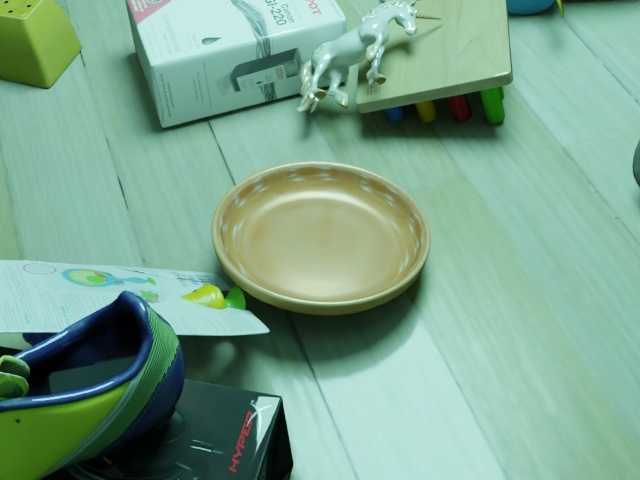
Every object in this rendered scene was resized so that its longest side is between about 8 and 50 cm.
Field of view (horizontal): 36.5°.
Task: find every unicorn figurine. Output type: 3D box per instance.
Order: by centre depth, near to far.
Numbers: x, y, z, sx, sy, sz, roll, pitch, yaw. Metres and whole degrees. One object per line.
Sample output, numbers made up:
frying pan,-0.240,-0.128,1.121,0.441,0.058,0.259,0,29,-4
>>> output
unicorn figurine,0.043,-0.196,0.997,0.162,0.060,0.111,-14,45,16

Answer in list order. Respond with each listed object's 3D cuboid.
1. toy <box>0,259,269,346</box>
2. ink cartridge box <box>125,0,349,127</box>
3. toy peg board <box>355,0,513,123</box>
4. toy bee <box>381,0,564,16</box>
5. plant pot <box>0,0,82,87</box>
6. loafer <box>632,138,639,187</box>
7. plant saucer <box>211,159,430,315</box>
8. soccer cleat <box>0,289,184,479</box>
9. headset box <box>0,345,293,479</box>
toy,-0.177,0.066,0.804,0.237,0.056,0.137,0,20,-26
ink cartridge box,-0.093,-0.229,1.082,0.218,0.092,0.158,-15,49,-12
toy peg board,0.130,-0.186,1.051,0.160,0.079,0.161,-9,46,17
toy bee,0.230,-0.332,1.101,0.298,0.162,0.195,-22,64,-7
plant pot,-0.336,-0.238,1.112,0.081,0.083,0.081,13,49,15
loafer,0.474,-0.116,0.923,0.366,0.130,0.134,-27,56,2
plant saucer,0.000,0.000,0.891,0.200,0.037,0.200,2,41,-2
soccer cleat,-0.217,0.126,0.600,0.289,0.121,0.093,-32,54,-21
headset box,-0.188,0.202,0.687,0.293,0.110,0.218,9,50,12
